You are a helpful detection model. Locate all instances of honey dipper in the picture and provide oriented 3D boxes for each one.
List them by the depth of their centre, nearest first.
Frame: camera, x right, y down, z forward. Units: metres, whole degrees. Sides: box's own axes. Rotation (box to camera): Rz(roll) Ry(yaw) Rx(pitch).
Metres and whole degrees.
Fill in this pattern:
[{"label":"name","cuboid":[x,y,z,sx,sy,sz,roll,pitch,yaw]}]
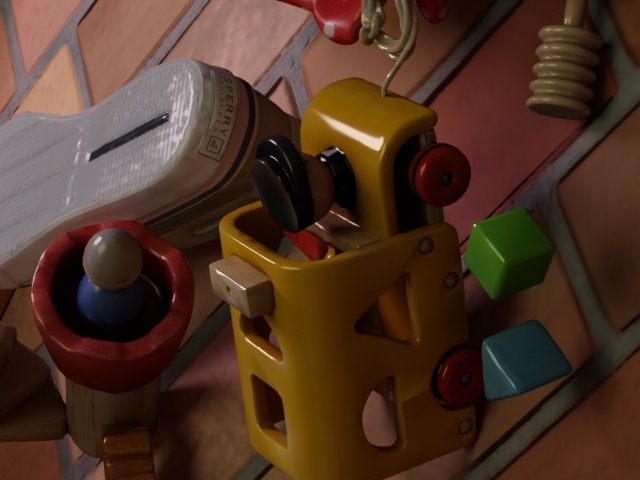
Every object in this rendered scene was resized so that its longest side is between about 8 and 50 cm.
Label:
[{"label":"honey dipper","cuboid":[0.121,-0.136,0.896,0.030,0.030,0.161,-2,75,54]}]

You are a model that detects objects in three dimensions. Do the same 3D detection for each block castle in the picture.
[{"label":"block castle","cuboid":[-0.274,0.147,0.971,0.213,0.453,0.303,99,164,-57]}]

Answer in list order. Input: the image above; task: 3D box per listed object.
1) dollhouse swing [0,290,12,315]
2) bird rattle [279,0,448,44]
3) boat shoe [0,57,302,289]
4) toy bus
[{"label":"dollhouse swing","cuboid":[-0.363,0.084,1.214,0.315,0.347,0.305,-61,37,20]},{"label":"bird rattle","cuboid":[0.051,-0.208,0.890,0.253,0.143,0.207,-67,20,7]},{"label":"boat shoe","cuboid":[-0.120,-0.022,1.131,0.302,0.094,0.109,-14,58,51]},{"label":"toy bus","cuboid":[0.004,0.012,0.891,0.202,0.104,0.191,62,153,18]}]
